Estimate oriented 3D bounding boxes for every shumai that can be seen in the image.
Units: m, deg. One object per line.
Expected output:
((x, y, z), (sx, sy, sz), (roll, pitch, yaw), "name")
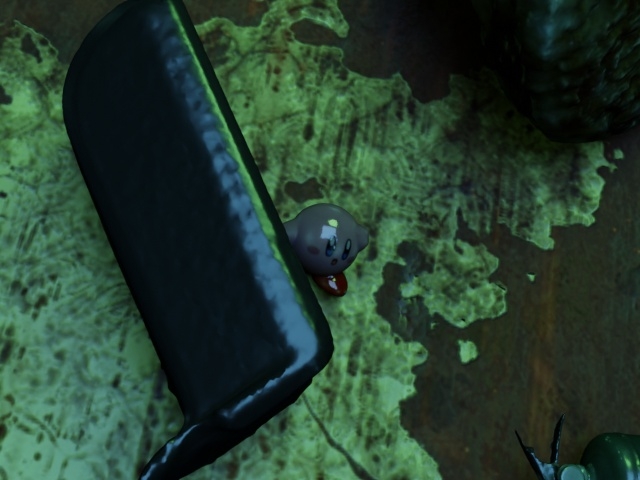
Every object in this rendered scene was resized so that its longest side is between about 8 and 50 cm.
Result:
((0.228, -0.318, 0.954), (0.395, 0.395, 0.348), (-37, 57, -23), "shumai")

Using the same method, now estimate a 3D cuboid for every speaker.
((-0.132, 0.012, 0.795), (0.184, 0.180, 0.388), (-20, 76, -14), "speaker")

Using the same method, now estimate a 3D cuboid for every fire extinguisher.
((0.312, 0.222, 0.861), (0.294, 0.093, 0.118), (7, 71, -11), "fire extinguisher")

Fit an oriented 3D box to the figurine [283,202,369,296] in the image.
((0.000, 0.000, 0.886), (0.083, 0.071, 0.067), (18, 25, -14), "figurine")
